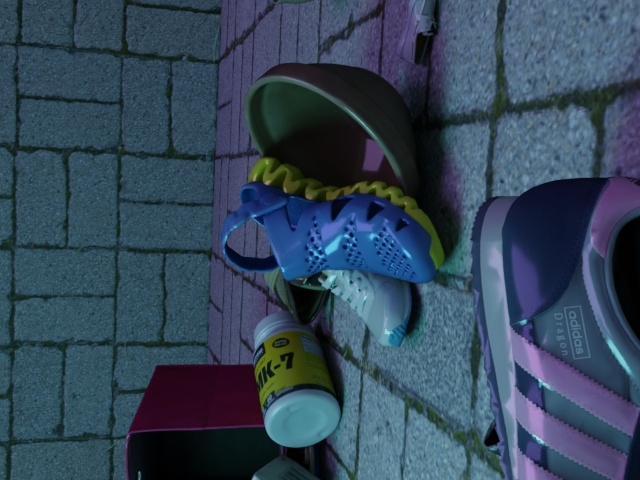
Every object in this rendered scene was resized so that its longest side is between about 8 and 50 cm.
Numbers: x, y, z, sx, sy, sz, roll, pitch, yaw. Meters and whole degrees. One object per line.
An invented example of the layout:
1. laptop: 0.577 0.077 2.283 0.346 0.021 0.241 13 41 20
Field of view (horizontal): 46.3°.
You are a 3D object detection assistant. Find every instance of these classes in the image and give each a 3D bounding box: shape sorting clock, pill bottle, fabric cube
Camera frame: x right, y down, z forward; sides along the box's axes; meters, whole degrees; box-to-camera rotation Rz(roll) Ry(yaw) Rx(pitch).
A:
1. shape sorting clock: -0.037 0.373 1.311 0.206 0.040 0.206 -178 90 -74
2. pill bottle: -0.046 0.218 1.216 0.208 0.119 0.119 -110 27 -53
3. fabric cube: -0.190 0.386 1.344 0.258 0.259 0.254 -101 10 -74

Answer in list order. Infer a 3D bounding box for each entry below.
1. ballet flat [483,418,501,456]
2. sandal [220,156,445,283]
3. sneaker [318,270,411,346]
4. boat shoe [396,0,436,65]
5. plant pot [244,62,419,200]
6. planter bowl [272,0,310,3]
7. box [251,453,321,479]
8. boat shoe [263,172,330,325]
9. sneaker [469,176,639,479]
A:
1. ballet flat: 0.175 0.113 0.571 0.057 0.049 0.173 -109 26 -50
2. sandal: 0.000 0.000 0.867 0.317 0.138 0.126 14 141 44
3. sneaker: 0.049 0.053 0.946 0.229 0.092 0.087 -114 31 -54
4. boat shoe: 0.117 -0.247 0.855 0.035 0.035 0.100 44 133 32
5. plant pot: 0.032 -0.131 0.901 0.110 0.237 0.237 -50 0 -24
6. planter bowl: -0.013 -0.453 1.186 0.162 0.109 0.162 -179 90 -74
7. box: -0.101 0.483 1.171 0.275 0.094 0.113 -65 -19 13
8. boat shoe: -0.005 0.019 1.129 0.123 0.123 0.342 65 152 27
9. sneaker: 0.185 0.115 0.454 0.131 0.112 0.319 -15 85 40
